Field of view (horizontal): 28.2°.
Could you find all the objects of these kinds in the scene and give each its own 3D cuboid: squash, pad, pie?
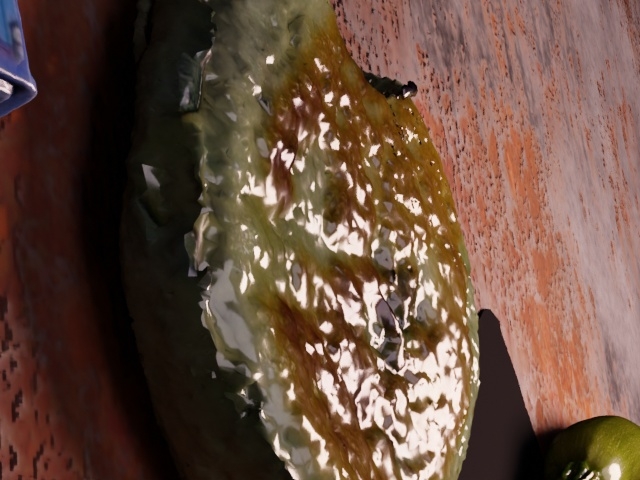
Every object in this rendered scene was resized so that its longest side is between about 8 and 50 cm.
[{"bbox_3d":[0.215,0.168,0.968,0.258,0.069,0.069,16,64,-66],"label":"squash"},{"bbox_3d":[0.136,0.192,0.862,0.267,0.004,0.181,71,24,-15],"label":"pad"},{"bbox_3d":[0.000,0.007,0.580,0.302,0.066,0.303,40,43,-53],"label":"pie"}]

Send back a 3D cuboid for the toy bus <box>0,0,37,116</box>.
[{"bbox_3d":[-0.158,-0.085,0.261,0.236,0.079,0.094,25,54,-61],"label":"toy bus"}]
